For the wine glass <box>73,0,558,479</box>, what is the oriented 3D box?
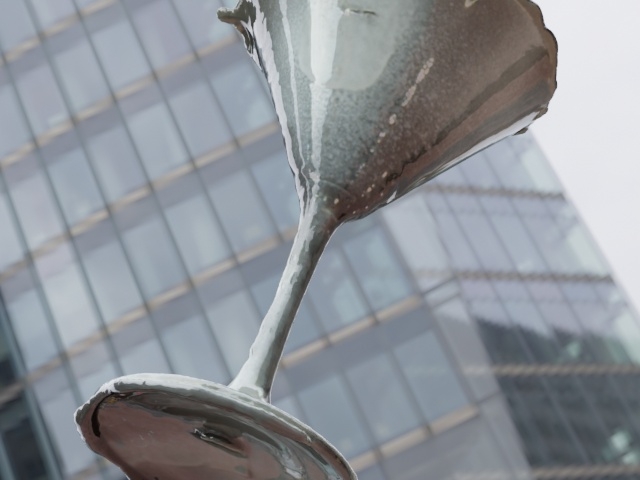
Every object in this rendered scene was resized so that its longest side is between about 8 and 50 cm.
[{"bbox_3d":[0.000,0.000,0.579,0.122,0.183,0.122,15,-30,9],"label":"wine glass"}]
